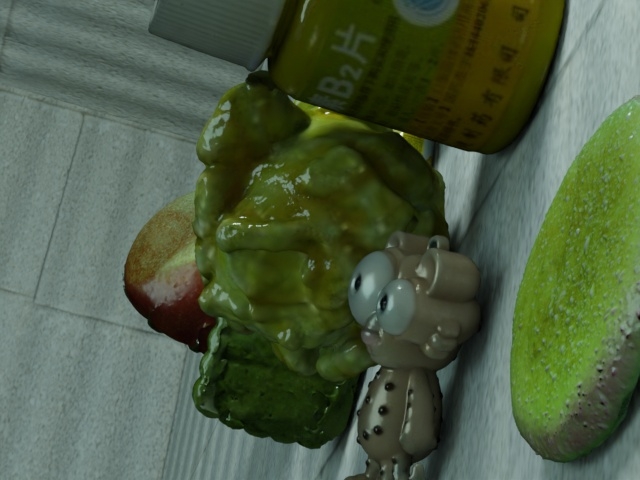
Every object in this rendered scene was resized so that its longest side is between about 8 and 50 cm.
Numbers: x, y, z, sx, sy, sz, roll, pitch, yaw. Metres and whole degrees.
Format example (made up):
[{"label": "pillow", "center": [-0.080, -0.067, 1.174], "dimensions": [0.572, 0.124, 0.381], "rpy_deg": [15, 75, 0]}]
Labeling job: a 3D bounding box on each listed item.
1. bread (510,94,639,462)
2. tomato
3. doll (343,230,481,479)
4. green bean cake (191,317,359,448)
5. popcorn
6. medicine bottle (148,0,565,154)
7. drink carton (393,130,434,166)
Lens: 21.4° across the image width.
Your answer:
[{"label": "bread", "center": [0.210, 0.023, 1.288], "dimensions": [0.301, 0.045, 0.301], "rpy_deg": [-164, 90, -80]}, {"label": "tomato", "center": [-0.131, 0.054, 2.493], "dimensions": [0.239, 0.303, 0.303], "rpy_deg": [-59, 10, 1]}, {"label": "doll", "center": [0.084, 0.129, 1.655], "dimensions": [0.154, 0.119, 0.278], "rpy_deg": [177, 103, -66]}, {"label": "green bean cake", "center": [-0.048, 0.147, 2.131], "dimensions": [0.113, 0.200, 0.214], "rpy_deg": [177, 108, -81]}, {"label": "popcorn", "center": [0.002, -0.007, 1.844], "dimensions": [0.274, 0.279, 0.335], "rpy_deg": [-33, -29, -34]}, {"label": "medicine bottle", "center": [0.035, -0.240, 1.712], "dimensions": [0.224, 0.384, 0.224], "rpy_deg": [-163, 90, -81]}, {"label": "drink carton", "center": [0.102, -0.108, 2.070], "dimensions": [0.084, 0.074, 0.200], "rpy_deg": [119, 163, -54]}]
